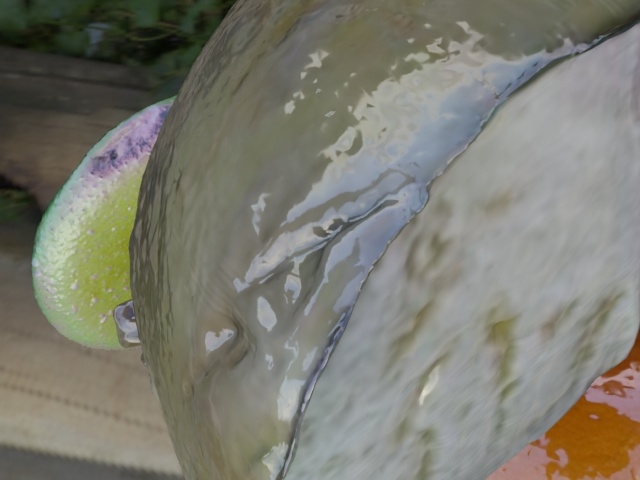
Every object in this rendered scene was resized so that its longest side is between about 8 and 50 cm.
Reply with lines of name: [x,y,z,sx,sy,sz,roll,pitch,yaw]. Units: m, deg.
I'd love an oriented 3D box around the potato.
potato: [-0.018,-0.027,0.700,0.211,0.264,0.189,-34,135,-15]

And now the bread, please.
bread: [-0.097,-0.009,1.287,0.228,0.228,0.033,-53,54,11]

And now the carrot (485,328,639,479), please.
carrot: [0.158,0.114,1.025,0.331,0.193,0.214,12,99,29]
